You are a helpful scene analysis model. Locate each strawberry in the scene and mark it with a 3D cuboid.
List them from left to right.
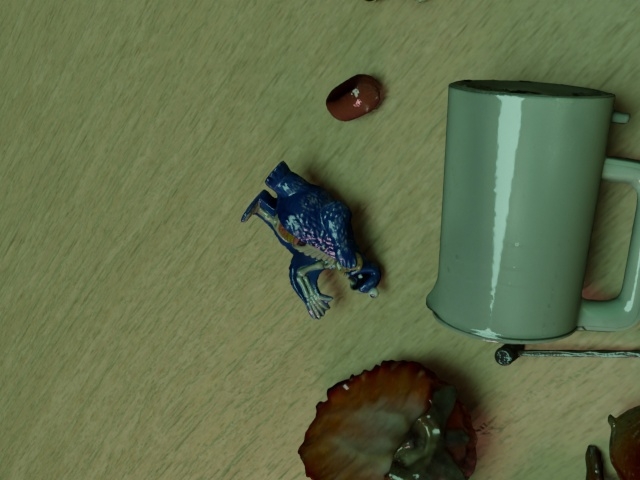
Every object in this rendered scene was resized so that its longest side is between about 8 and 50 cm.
[{"bbox_3d":[0.104,0.323,1.327,0.336,0.149,0.265,-6,52,59],"label":"strawberry"}]

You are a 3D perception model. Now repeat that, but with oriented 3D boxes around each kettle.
[{"bbox_3d":[0.282,-0.043,1.118,0.205,0.264,0.318,-146,56,-65],"label":"kettle"}]

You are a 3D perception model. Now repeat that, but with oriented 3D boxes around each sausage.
[{"bbox_3d":[0.053,-0.220,1.325,0.094,0.059,0.054,-23,128,39],"label":"sausage"}]

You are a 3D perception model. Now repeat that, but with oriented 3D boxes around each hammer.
[{"bbox_3d":[0.382,0.153,1.156,0.292,0.058,0.029,-4,98,33],"label":"hammer"}]

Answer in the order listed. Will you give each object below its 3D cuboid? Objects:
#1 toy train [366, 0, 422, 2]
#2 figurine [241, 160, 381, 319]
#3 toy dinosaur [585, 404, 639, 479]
[{"bbox_3d":[0.093,-0.414,1.238,0.204,0.082,0.131,12,104,35],"label":"toy train"},{"bbox_3d":[0.000,-0.008,1.382,0.164,0.120,0.262,-36,92,36],"label":"figurine"},{"bbox_3d":[0.445,0.365,1.125,0.206,0.112,0.328,155,109,-64],"label":"toy dinosaur"}]
